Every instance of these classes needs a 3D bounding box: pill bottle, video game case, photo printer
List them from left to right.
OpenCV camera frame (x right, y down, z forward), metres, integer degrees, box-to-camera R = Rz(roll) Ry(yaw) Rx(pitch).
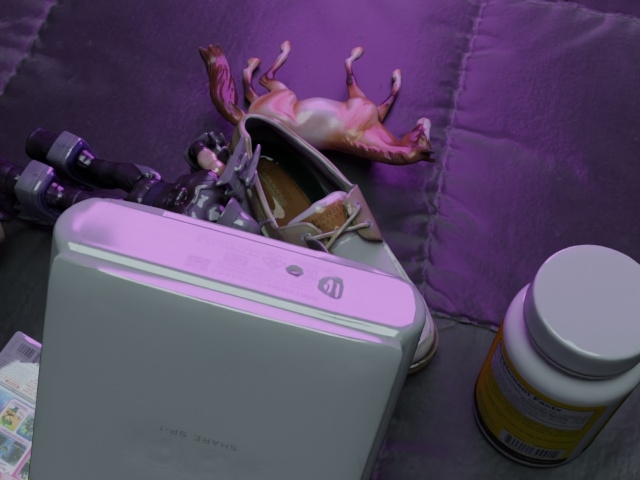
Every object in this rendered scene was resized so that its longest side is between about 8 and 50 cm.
[{"bbox_3d":[-0.238,0.175,0.796,0.157,0.019,0.143,30,60,1],"label":"video game case"},{"bbox_3d":[-0.085,0.141,0.681,0.255,0.308,0.107,16,30,-1],"label":"photo printer"},{"bbox_3d":[0.203,0.100,0.771,0.119,0.209,0.119,2,57,-2],"label":"pill bottle"}]

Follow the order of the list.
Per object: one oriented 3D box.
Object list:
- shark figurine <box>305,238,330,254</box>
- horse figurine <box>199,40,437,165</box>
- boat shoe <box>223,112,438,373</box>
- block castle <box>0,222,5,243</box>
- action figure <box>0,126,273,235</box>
[{"bbox_3d":[-0.030,0.059,0.821,0.166,0.278,0.116,11,63,-43],"label":"shark figurine"},{"bbox_3d":[-0.007,-0.147,1.009,0.263,0.066,0.175,6,51,-2],"label":"horse figurine"},{"bbox_3d":[0.000,0.000,0.889,0.113,0.103,0.302,-34,65,-22],"label":"boat shoe"},{"bbox_3d":[-0.449,-0.160,0.752,0.303,0.453,0.212,37,50,24],"label":"block castle"},{"bbox_3d":[-0.169,-0.037,0.874,0.284,0.099,0.185,16,56,22],"label":"action figure"}]
